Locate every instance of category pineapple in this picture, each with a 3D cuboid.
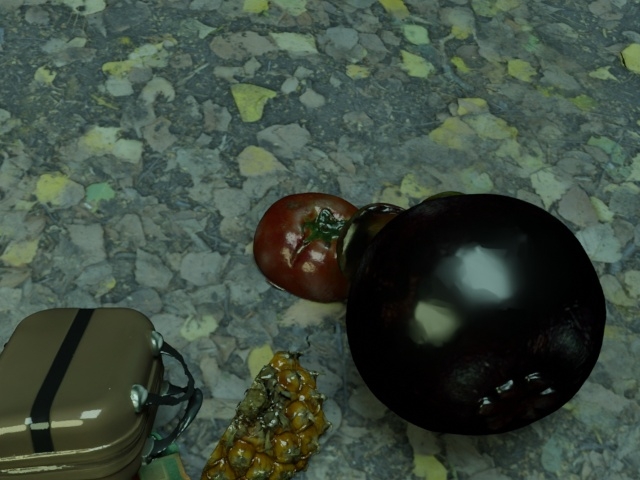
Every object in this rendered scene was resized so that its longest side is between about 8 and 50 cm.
[{"bbox_3d":[-0.051,0.248,1.398,0.140,0.164,0.250,31,47,5],"label":"pineapple"}]

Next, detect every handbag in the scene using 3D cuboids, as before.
[{"bbox_3d":[-0.298,0.209,1.308,0.283,0.149,0.302,-1,24,2],"label":"handbag"}]

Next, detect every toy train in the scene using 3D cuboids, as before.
[{"bbox_3d":[-0.267,0.330,1.340,0.176,0.074,0.118,-13,57,-24],"label":"toy train"}]

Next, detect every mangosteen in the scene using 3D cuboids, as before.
[{"bbox_3d":[0.211,0.079,1.462,0.382,0.382,0.435,-6,43,-16],"label":"mangosteen"}]

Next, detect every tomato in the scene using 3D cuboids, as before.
[{"bbox_3d":[-0.001,-0.003,1.673,0.225,0.085,0.225,7,47,-8],"label":"tomato"}]
